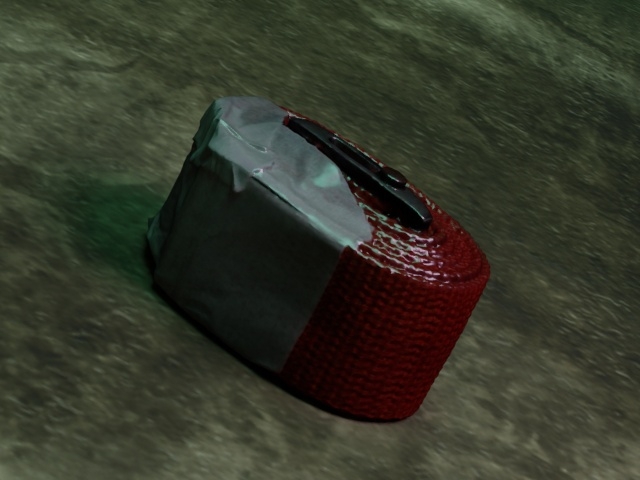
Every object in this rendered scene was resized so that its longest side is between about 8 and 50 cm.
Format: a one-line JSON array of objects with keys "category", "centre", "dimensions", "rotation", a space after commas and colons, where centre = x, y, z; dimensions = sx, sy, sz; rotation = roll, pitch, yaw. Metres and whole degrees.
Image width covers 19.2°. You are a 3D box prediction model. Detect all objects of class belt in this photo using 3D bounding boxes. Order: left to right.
[{"category": "belt", "centre": [0.000, 0.000, 1.104], "dimensions": [0.201, 0.124, 0.128], "rotation": [36, 26, 18]}]
